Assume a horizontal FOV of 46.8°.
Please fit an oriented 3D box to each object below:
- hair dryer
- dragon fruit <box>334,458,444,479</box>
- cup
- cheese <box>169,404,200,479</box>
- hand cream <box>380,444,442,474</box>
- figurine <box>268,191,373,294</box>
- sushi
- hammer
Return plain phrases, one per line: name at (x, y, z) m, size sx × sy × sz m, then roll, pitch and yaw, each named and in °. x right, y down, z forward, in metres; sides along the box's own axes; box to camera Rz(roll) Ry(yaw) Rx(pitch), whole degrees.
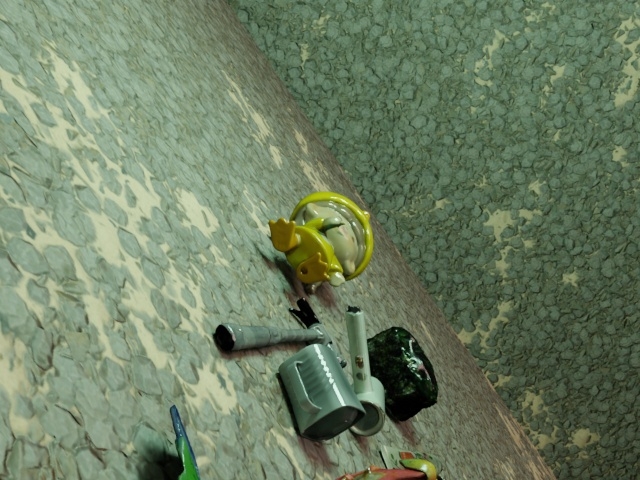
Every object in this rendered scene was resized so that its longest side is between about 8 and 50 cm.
hair dryer at (0.071, 0.229, 1.379) m, size 0.131 × 0.073 × 0.236 m, roll -68°, pitch 148°, yaw -76°
dragon fruit at (0.097, 0.395, 0.945) m, size 0.227 × 0.224 × 0.224 m, roll 59°, pitch 13°, yaw 20°
cup at (-0.008, 0.239, 1.167) m, size 0.128 × 0.095 × 0.129 m, roll 37°, pitch 21°, yaw -53°
cheese at (-0.104, 0.281, 0.675) m, size 0.320 × 0.083 × 0.203 m, roll -127°, pitch -159°, yaw -57°
hand cream at (0.186, 0.455, 1.495) m, size 0.234 × 0.050 × 0.080 m, roll 27°, pitch 36°, yaw -55°
figurine at (0.000, 0.000, 1.602) m, size 0.215 × 0.187 × 0.344 m, roll 67°, pitch 19°, yaw 2°
sushi at (0.187, 0.296, 1.686) m, size 0.124 × 0.127 × 0.225 m, roll 47°, pitch 14°, yaw -37°
hammer at (-0.061, 0.168, 1.252) m, size 0.152 × 0.044 × 0.427 m, roll 59°, pitch 13°, yaw 14°
